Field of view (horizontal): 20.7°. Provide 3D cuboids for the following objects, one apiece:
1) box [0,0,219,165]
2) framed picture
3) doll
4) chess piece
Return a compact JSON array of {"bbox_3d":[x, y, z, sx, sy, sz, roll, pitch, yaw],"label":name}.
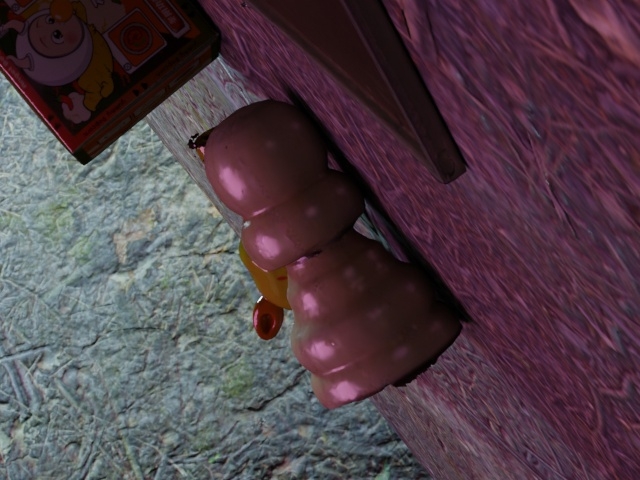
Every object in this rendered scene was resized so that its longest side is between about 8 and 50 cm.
[{"bbox_3d":[-0.222,-0.203,1.647,0.195,0.177,0.148,51,177,0],"label":"box"},{"bbox_3d":[-0.039,-0.182,1.051,0.315,0.024,0.232,46,172,43],"label":"framed picture"},{"bbox_3d":[-0.030,-0.009,1.605,0.221,0.143,0.135,62,170,-23],"label":"doll"},{"bbox_3d":[0.000,0.000,1.481,0.261,0.143,0.143,60,174,-8],"label":"chess piece"}]
